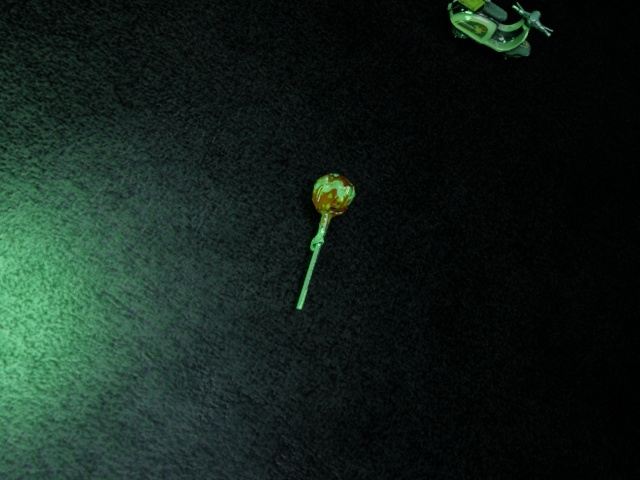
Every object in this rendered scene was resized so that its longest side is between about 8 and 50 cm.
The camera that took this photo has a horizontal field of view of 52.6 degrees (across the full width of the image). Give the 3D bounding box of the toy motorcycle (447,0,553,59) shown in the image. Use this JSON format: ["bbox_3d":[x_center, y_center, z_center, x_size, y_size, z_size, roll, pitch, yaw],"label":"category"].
[{"bbox_3d":[0.437,-0.538,1.603,0.263,0.157,0.090,22,68,-20],"label":"toy motorcycle"}]

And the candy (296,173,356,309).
[{"bbox_3d":[0.001,0.001,1.266,0.084,0.078,0.287,13,71,7],"label":"candy"}]
